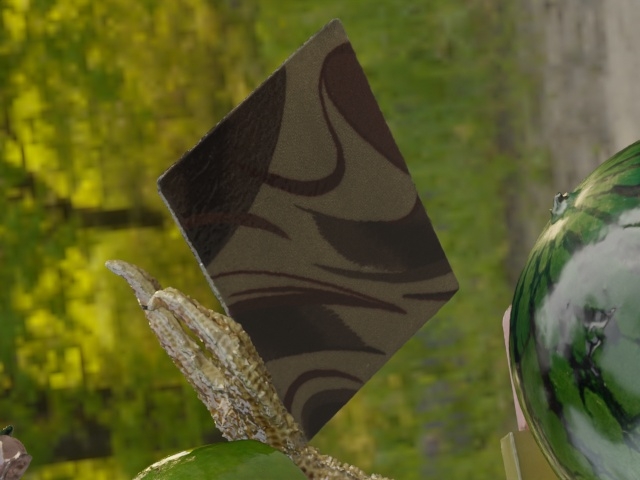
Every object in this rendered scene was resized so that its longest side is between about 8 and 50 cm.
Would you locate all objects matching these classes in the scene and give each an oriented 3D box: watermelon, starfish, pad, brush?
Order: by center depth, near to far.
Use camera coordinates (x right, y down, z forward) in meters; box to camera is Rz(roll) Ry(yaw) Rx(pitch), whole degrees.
[{"bbox_3d":[0.312,0.078,1.378,0.363,0.363,0.363,174,90,-81],"label":"watermelon"},{"bbox_3d":[-0.036,0.146,1.406,0.299,0.060,0.302,35,164,25],"label":"starfish"},{"bbox_3d":[0.000,0.000,1.619,0.004,0.220,0.330,24,151,45],"label":"pad"},{"bbox_3d":[0.223,0.170,1.861,0.047,0.103,0.233,124,138,-70],"label":"brush"}]

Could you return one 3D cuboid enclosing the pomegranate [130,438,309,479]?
[{"bbox_3d":[-0.062,0.250,1.226,0.241,0.159,0.190,36,135,36],"label":"pomegranate"}]

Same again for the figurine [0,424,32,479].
[{"bbox_3d":[-0.278,0.160,1.292,0.114,0.144,0.178,42,143,35],"label":"figurine"}]
